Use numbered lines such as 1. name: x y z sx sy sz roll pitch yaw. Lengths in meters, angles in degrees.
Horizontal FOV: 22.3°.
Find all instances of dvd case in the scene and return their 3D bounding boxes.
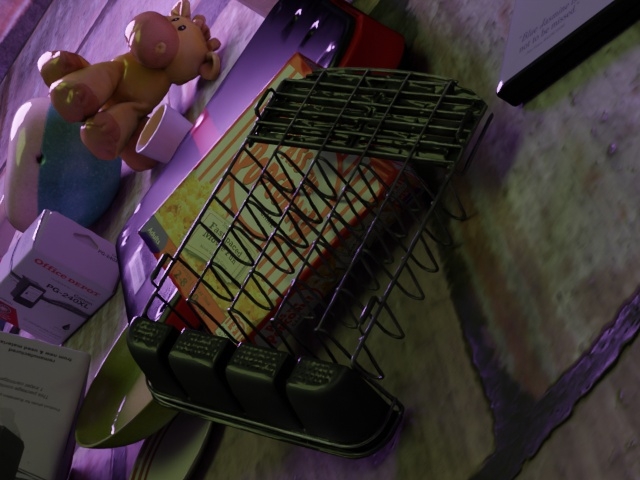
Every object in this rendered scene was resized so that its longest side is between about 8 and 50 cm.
1. dvd case: 0.201 -0.229 1.118 0.180 0.022 0.253 -37 30 49

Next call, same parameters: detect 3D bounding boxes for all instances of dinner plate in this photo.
1. dinner plate: -0.120 0.174 1.353 0.141 0.017 0.141 -49 23 29

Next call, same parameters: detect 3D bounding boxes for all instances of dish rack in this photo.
1. dish rack: 0.000 0.000 1.110 0.208 0.074 0.271 11 62 36

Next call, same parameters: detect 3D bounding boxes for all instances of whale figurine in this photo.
1. whale figurine: -0.319 -0.086 2.085 0.272 0.141 0.216 88 -173 -84

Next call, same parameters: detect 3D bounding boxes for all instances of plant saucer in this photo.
1. plant saucer: -0.127 0.090 1.422 0.241 0.037 0.241 -45 18 19

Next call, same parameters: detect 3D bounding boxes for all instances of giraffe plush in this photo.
1. giraffe plush: -0.204 -0.200 1.932 0.170 0.181 0.210 -42 -10 20

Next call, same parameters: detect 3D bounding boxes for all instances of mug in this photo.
1. mug: -0.158 -0.113 1.782 0.062 0.064 0.078 -46 23 36

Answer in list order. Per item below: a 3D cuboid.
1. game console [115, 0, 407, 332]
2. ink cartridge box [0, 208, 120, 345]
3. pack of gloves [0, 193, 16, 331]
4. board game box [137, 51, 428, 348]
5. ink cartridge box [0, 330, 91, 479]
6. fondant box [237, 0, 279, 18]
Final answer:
1. game console: -0.067 -0.071 1.460 0.342 0.060 0.386 -56 16 7
2. ink cartridge box: -0.308 0.045 1.860 0.150 0.109 0.063 -40 27 44
3. pack of gloves: -0.410 0.067 2.125 0.195 0.046 0.232 84 -158 -62
4. board game box: -0.032 -0.023 1.228 0.193 0.045 0.147 -48 56 13
5. ink cartridge box: -0.301 0.249 1.464 0.197 0.114 0.273 108 175 -47
6. fondant box: -0.120 -0.387 1.811 0.096 0.238 0.330 -53 21 20
